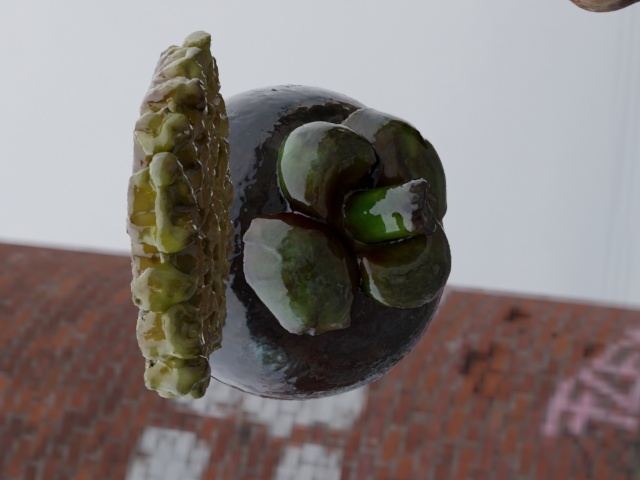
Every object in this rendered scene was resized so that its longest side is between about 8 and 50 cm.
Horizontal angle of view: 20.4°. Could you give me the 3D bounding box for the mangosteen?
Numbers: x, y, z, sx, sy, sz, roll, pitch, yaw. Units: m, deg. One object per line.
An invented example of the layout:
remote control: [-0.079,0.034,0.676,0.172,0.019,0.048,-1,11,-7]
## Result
mangosteen: [-0.008,0.005,1.602,0.300,0.300,0.300,6,-90,-70]

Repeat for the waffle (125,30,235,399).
waffle: [-0.068,-0.010,0.880,0.191,0.038,0.191,-1,-90,-87]

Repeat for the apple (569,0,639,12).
apple: [0.309,-0.306,1.740,0.201,0.201,0.162,-7,-83,-69]
